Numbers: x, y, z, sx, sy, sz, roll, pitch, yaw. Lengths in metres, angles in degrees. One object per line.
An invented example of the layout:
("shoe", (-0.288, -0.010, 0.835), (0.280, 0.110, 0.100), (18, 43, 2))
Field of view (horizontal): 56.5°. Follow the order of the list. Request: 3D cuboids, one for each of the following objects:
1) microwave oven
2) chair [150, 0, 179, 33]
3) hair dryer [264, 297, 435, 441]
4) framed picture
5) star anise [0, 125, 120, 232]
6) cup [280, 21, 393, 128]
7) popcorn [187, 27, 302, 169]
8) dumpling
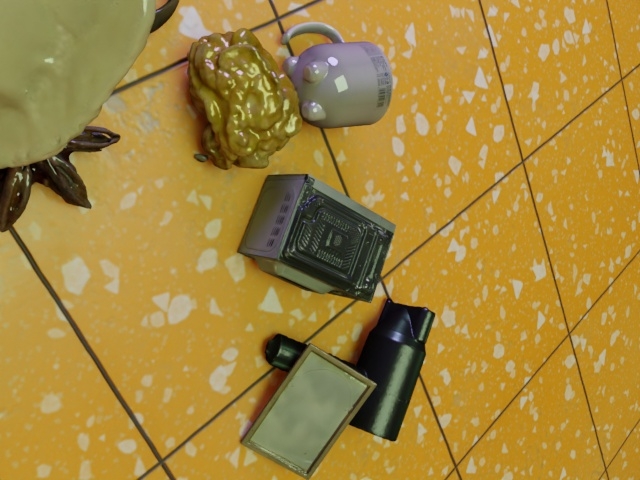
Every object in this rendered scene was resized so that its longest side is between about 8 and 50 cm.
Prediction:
("microwave oven", (0.000, 0.000, 0.961), (0.208, 0.122, 0.162), (27, 77, -36))
("chair", (-0.265, -0.400, 0.706), (0.188, 0.166, 0.272), (-36, 156, -29))
("hair dryer", (0.051, 0.190, 1.041), (0.302, 0.116, 0.244), (28, 75, -29))
("framed picture", (-0.019, 0.282, 0.974), (0.136, 0.010, 0.201), (33, 95, -14))
("star anise", (-0.351, -0.132, 0.705), (0.236, 0.093, 0.229), (40, 76, -29))
("cup", (0.015, -0.264, 0.940), (0.142, 0.134, 0.173), (-14, 104, -34))
("popcorn", (-0.101, -0.198, 0.848), (0.163, 0.140, 0.194), (-9, 98, -19))
("dumpling", (-0.334, -0.221, 0.545), (0.315, 0.395, 0.233), (-55, 162, 10))
